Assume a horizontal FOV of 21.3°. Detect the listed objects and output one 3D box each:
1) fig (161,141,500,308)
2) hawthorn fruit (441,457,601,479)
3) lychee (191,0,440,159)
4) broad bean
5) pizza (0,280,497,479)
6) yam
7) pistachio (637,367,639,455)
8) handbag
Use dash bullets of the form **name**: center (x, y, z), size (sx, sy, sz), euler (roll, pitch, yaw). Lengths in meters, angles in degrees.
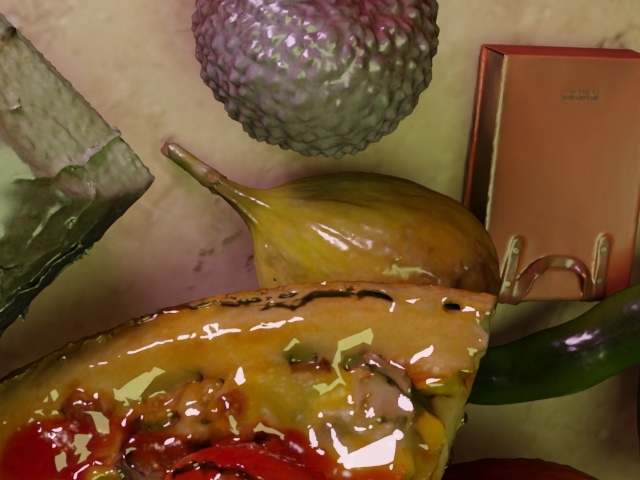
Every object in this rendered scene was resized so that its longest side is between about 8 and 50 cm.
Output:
- **fig**: center (0.000, 0.000, 1.194), size (0.257, 0.159, 0.159), euler (31, 98, -3)
- **hawthorn fruit**: center (0.164, 0.356, 1.220), size (0.403, 0.403, 0.402), euler (-6, 111, -16)
- **lychee**: center (-0.002, -0.139, 1.114), size (0.165, 0.165, 0.197), euler (-4, 144, -17)
- **broad bean**: center (0.187, 0.081, 1.273), size (0.255, 0.046, 0.065), euler (-19, 88, 18)
- **pizza**: center (-0.055, 0.232, 1.031), size (0.440, 0.406, 0.130), euler (-20, 159, 4)
- **yam**: center (-0.254, -0.004, 1.076), size (0.271, 0.201, 0.202), euler (-45, 117, -5)
- **pistachio**: center (0.336, 0.105, 1.297), size (0.166, 0.197, 0.288), euler (7, 96, -24)
- **handbag**: center (0.175, -0.047, 1.265), size (0.127, 0.063, 0.190), euler (0, 107, -18)
